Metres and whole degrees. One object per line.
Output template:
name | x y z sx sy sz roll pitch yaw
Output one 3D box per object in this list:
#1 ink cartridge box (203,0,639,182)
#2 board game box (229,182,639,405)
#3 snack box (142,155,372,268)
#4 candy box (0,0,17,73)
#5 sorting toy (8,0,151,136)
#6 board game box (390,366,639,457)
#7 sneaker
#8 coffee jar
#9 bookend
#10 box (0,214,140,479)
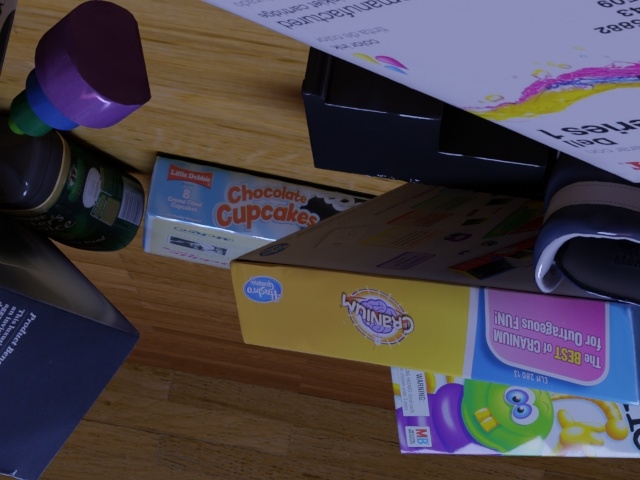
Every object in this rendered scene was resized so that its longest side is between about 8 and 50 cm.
ink cartridge box | 0.117 -0.118 0.620 0.278 0.117 0.201 18 166 -36
board game box | 0.135 0.019 1.078 0.316 0.064 0.242 6 -159 41
snack box | 0.000 0.000 1.451 0.322 0.060 0.187 11 168 -5
candy box | -0.249 -0.146 0.707 0.233 0.159 0.071 19 167 -36
sorting toy | -0.269 -0.124 0.834 0.365 0.127 0.126 20 146 -37
board game box | 0.205 0.078 1.228 0.275 0.144 0.142 -3 -167 22
sneaker | 0.192 -0.024 0.924 0.099 0.153 0.282 6 168 21
coffee jar | -0.235 -0.048 1.377 0.096 0.079 0.184 7 168 25
bookend | 0.074 -0.085 0.937 0.156 0.072 0.157 8 168 5
box | -0.365 0.032 1.360 0.296 0.182 0.294 42 -172 34
